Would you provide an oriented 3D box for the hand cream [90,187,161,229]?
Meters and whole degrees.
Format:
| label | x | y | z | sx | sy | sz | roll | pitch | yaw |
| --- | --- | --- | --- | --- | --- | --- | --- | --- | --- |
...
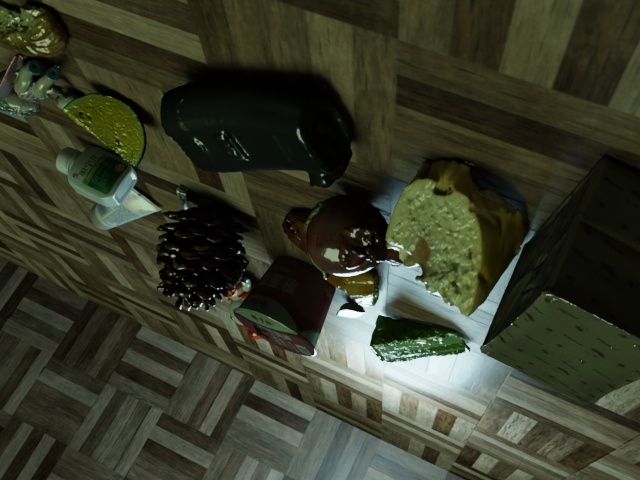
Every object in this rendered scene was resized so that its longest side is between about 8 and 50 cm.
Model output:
| label | x | y | z | sx | sy | sz | roll | pitch | yaw |
| --- | --- | --- | --- | --- | --- | --- | --- | --- | --- |
| hand cream | -0.545 | -0.098 | 1.927 | 0.133 | 0.083 | 0.248 | 40 | 145 | -28 |

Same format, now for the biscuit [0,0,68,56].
| label | x | y | z | sx | sy | sz | roll | pitch | yaw |
| --- | --- | --- | --- | --- | --- | --- | --- | --- | --- |
| biscuit | -0.534 | -0.378 | 1.299 | 0.183 | 0.061 | 0.118 | 12 | 154 | 35 |

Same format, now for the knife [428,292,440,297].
| label | x | y | z | sx | sy | sz | roll | pitch | yaw |
| --- | --- | --- | --- | --- | --- | --- | --- | --- | --- |
| knife | 0.285 | 0.097 | 1.434 | 0.028 | 0.015 | 0.210 | 27 | 160 | -15 |

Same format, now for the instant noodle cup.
| label | x | y | z | sx | sy | sz | roll | pitch | yaw |
| --- | --- | --- | --- | --- | --- | --- | --- | --- | --- |
| instant noodle cup | -0.079 | 0.161 | 1.785 | 0.235 | 0.178 | 0.235 | 24 | 158 | 10 |

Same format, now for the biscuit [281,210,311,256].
| label | x | y | z | sx | sy | sz | roll | pitch | yaw |
| --- | --- | --- | --- | --- | --- | --- | --- | --- | --- |
| biscuit | 0.000 | 0.000 | 1.513 | 0.192 | 0.049 | 0.192 | 25 | 154 | 13 |

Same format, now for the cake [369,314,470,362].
| label | x | y | z | sx | sy | sz | roll | pitch | yaw |
| --- | --- | --- | --- | --- | --- | --- | --- | --- | --- |
| cake | 0.249 | 0.232 | 1.754 | 0.235 | 0.099 | 0.100 | -12 | 138 | 28 |

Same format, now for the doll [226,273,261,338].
| label | x | y | z | sx | sy | sz | roll | pitch | yaw |
| --- | --- | --- | --- | --- | --- | --- | --- | --- | --- |
| doll | -0.194 | 0.199 | 2.068 | 0.161 | 0.130 | 0.290 | -18 | 117 | 44 |

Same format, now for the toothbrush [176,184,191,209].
| label | x | y | z | sx | sy | sz | roll | pitch | yaw |
| --- | --- | --- | --- | --- | --- | --- | --- | --- | --- |
| toothbrush | -0.333 | -0.053 | 1.824 | 0.030 | 0.025 | 0.342 | 23 | 157 | 7 |

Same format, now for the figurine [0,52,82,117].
| label | x | y | z | sx | sy | sz | roll | pitch | yaw |
| --- | --- | --- | --- | --- | --- | --- | --- | --- | --- |
| figurine | -0.582 | -0.322 | 1.458 | 0.205 | 0.102 | 0.260 | -1 | 175 | -35 |

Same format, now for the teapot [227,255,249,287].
| label | x | y | z | sx | sy | sz | roll | pitch | yaw |
| --- | --- | --- | --- | --- | --- | --- | --- | --- | --- |
| teapot | -0.274 | 0.068 | 1.941 | 0.177 | 0.087 | 0.096 | 33 | 162 | -11 |

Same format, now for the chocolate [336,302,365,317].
| label | x | y | z | sx | sy | sz | roll | pitch | yaw |
| --- | --- | --- | --- | --- | --- | --- | --- | --- | --- |
| chocolate | 0.079 | 0.181 | 1.840 | 0.065 | 0.031 | 0.100 | 11 | 163 | -5 |

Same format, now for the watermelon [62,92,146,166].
| label | x | y | z | sx | sy | sz | roll | pitch | yaw |
| --- | --- | --- | --- | --- | --- | --- | --- | --- | --- |
| watermelon | -0.411 | -0.243 | 1.418 | 0.181 | 0.092 | 0.075 | 40 | 143 | -6 |

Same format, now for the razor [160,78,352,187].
| label | x | y | z | sx | sy | sz | roll | pitch | yaw |
| --- | --- | --- | --- | --- | --- | --- | --- | --- | --- |
| razor | -0.107 | -0.181 | 1.160 | 0.327 | 0.107 | 0.189 | 10 | 151 | 37 |

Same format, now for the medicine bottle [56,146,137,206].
| label | x | y | z | sx | sy | sz | roll | pitch | yaw |
| --- | --- | --- | --- | --- | --- | --- | --- | --- | --- |
| medicine bottle | -0.544 | -0.162 | 1.704 | 0.183 | 0.119 | 0.069 | 25 | 161 | 15 |

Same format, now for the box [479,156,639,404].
| label | x | y | z | sx | sy | sz | roll | pitch | yaw |
| --- | --- | --- | --- | --- | --- | --- | --- | --- | --- |
| box | 0.380 | 0.071 | 0.983 | 0.190 | 0.225 | 0.297 | 27 | 158 | 9 |

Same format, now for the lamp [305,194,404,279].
| label | x | y | z | sx | sy | sz | roll | pitch | yaw |
| --- | --- | --- | --- | --- | --- | --- | --- | --- | --- |
| lamp | 0.055 | -0.013 | 1.275 | 0.223 | 0.151 | 0.215 | -13 | 174 | 37 |

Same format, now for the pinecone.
| label | x | y | z | sx | sy | sz | roll | pitch | yaw |
| --- | --- | --- | --- | --- | --- | --- | --- | --- | --- |
| pinecone | -0.284 | 0.034 | 1.680 | 0.224 | 0.272 | 0.224 | 5 | -178 | 0 |

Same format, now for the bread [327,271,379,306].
| label | x | y | z | sx | sy | sz | roll | pitch | yaw |
| --- | --- | --- | --- | --- | --- | --- | --- | --- | --- |
| bread | 0.092 | 0.101 | 1.623 | 0.154 | 0.054 | 0.136 | 31 | 155 | -14 |

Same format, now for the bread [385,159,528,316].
| label | x | y | z | sx | sy | sz | roll | pitch | yaw |
| --- | --- | --- | --- | --- | --- | --- | --- | --- | --- |
| bread | 0.229 | -0.034 | 1.131 | 0.184 | 0.224 | 0.211 | 24 | 117 | 27 |
